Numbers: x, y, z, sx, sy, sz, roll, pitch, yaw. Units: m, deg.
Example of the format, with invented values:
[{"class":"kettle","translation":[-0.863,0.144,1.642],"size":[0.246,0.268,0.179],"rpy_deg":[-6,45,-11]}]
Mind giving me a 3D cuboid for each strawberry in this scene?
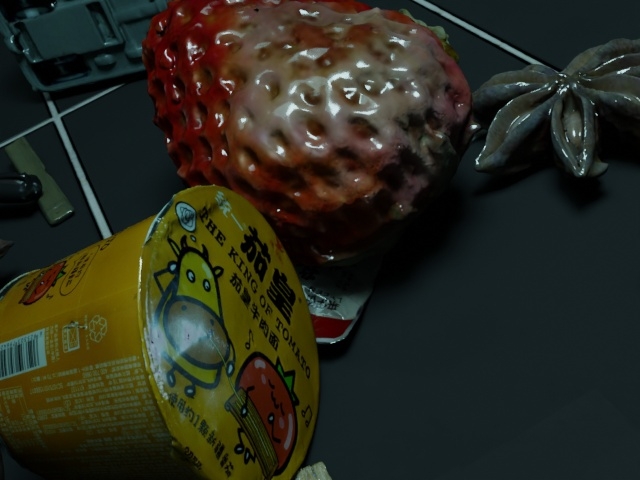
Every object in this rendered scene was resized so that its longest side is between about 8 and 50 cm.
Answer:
[{"class":"strawberry","translation":[-0.032,-0.136,0.685],"size":[0.336,0.149,0.265],"rpy_deg":[35,76,21]}]

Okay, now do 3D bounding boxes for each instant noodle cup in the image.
[{"class":"instant noodle cup","translation":[-0.122,0.083,0.566],"size":[0.172,0.215,0.215],"rpy_deg":[-16,39,24]}]

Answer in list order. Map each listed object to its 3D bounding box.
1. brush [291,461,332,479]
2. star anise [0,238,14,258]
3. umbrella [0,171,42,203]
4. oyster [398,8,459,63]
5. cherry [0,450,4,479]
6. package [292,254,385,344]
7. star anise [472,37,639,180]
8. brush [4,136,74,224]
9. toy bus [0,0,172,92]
[{"class":"brush","translation":[-0.004,0.218,0.503],"size":[0.051,0.014,0.164],"rpy_deg":[-18,41,7]},{"class":"star anise","translation":[-0.451,0.000,0.796],"size":[0.220,0.214,0.099],"rpy_deg":[-34,33,16]},{"class":"umbrella","translation":[-0.499,-0.063,0.968],"size":[0.340,0.118,0.118],"rpy_deg":[-1,44,16]},{"class":"oyster","translation":[-0.015,-0.202,0.885],"size":[0.337,0.133,0.197],"rpy_deg":[11,42,27]},{"class":"cherry","translation":[-0.364,0.209,0.459],"size":[0.335,0.291,0.326],"rpy_deg":[-2,39,19]},{"class":"package","translation":[0.000,0.000,0.729],"size":[0.154,0.030,0.239],"rpy_deg":[7,47,28]},{"class":"star anise","translation":[0.235,-0.116,0.719],"size":[0.212,0.073,0.196],"rpy_deg":[-10,38,18]},{"class":"brush","translation":[-0.349,-0.072,0.973],"size":[0.034,0.027,0.190],"rpy_deg":[-37,49,-11]},{"class":"toy bus","translation":[-0.279,-0.350,1.128],"size":[0.344,0.183,0.199],"rpy_deg":[-8,37,15]}]
